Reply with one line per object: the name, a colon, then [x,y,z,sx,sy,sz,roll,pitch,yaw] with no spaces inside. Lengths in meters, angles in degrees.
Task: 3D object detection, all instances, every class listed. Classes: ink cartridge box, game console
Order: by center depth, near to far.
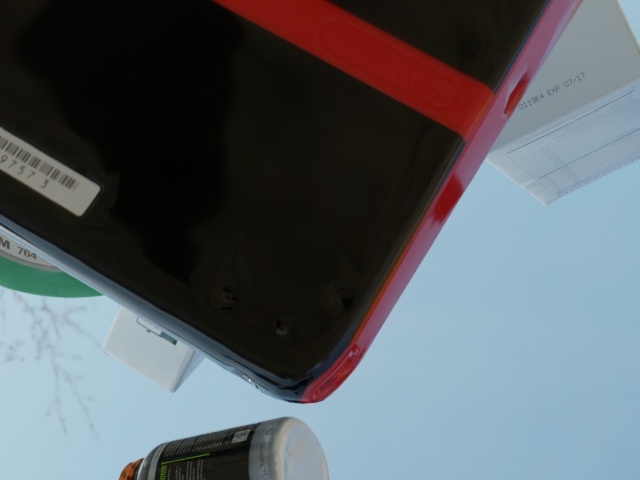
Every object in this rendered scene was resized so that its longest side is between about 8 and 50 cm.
game console: [-0.076,-0.149,0.609,0.387,0.060,0.342,30,-103,11]
ink cartridge box: [-0.102,0.018,1.090,0.087,0.208,0.153,34,-144,5]

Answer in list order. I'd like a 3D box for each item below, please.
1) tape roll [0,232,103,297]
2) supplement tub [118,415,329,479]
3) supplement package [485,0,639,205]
tape roll: [-0.249,-0.077,1.185,0.321,0.321,0.077,-12,-135,0]
supplement tub: [-0.097,0.243,1.147,0.190,0.117,0.117,-15,-158,24]
supplement package: [0.193,-0.131,0.959,0.139,0.133,0.244,-26,164,16]
